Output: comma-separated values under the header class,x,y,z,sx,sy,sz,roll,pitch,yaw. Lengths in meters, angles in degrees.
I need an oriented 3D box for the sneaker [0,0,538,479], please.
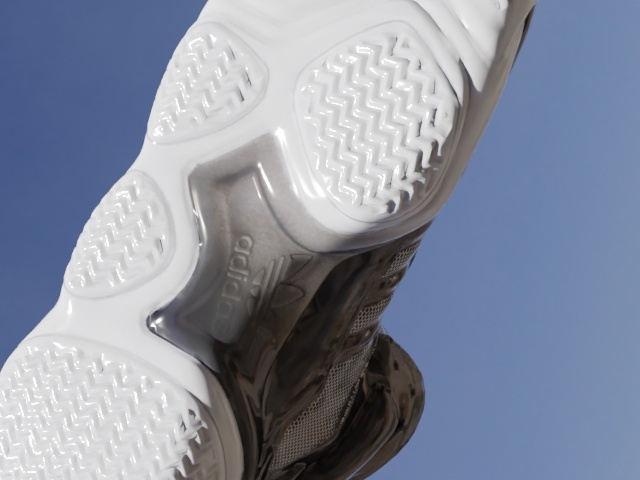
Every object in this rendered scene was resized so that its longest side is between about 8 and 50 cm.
class,x,y,z,sx,sy,sz,roll,pitch,yaw
sneaker,0.000,0.000,0.582,0.269,0.101,0.153,-55,-24,8
